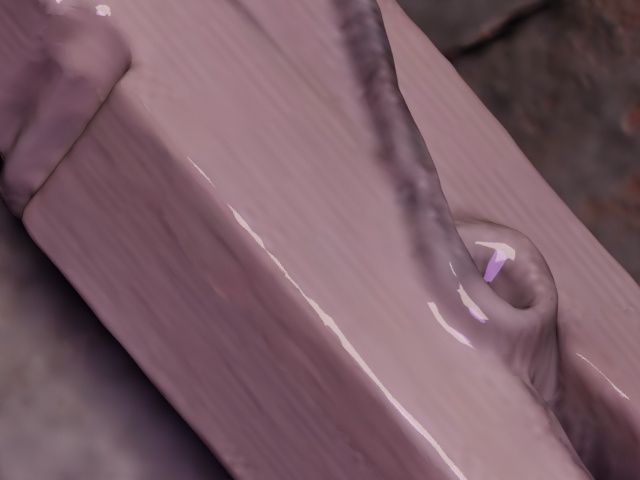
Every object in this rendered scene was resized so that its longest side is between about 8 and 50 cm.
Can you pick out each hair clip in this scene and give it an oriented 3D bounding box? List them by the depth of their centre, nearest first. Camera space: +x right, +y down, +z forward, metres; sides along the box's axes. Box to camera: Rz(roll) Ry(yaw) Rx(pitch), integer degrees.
[{"bbox_3d":[-0.002,0.002,0.414,0.331,0.085,0.101,49,50,5],"label":"hair clip"}]
